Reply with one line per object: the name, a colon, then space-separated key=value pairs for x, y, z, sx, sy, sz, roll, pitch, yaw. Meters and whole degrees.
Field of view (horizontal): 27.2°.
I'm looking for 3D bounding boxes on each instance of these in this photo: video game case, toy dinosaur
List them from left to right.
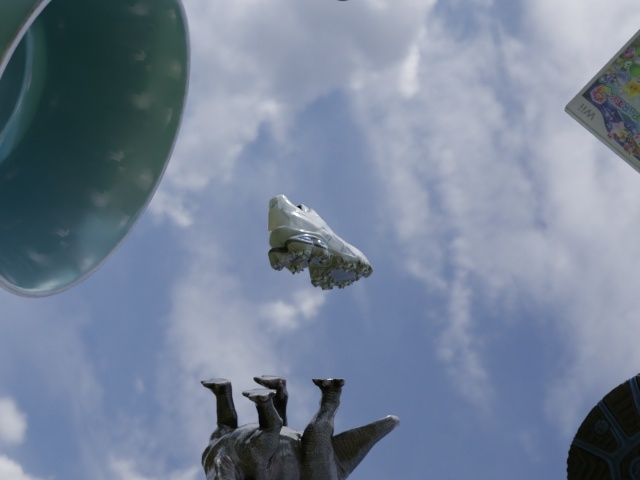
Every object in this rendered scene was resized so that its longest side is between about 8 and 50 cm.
toy dinosaur: x=-0.043 y=0.217 z=1.297 sx=0.121 sy=0.313 sz=0.160 roll=4 pitch=-88 yaw=35
video game case: x=0.273 y=-0.123 z=1.086 sx=0.087 sy=0.122 sz=0.011 roll=42 pitch=-10 yaw=12

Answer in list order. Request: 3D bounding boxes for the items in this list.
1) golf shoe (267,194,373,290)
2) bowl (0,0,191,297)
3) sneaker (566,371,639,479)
golf shoe: x=0.000 y=0.000 z=1.432 sx=0.069 sy=0.176 sz=0.086 roll=-24 pitch=-115 yaw=19
bowl: x=-0.265 y=-0.120 z=1.164 sx=0.163 sy=0.311 sz=0.311 roll=21 pitch=-58 yaw=21
sneaker: x=0.224 y=0.187 z=0.987 sx=0.080 sy=0.081 sz=0.211 roll=30 pitch=-74 yaw=28
